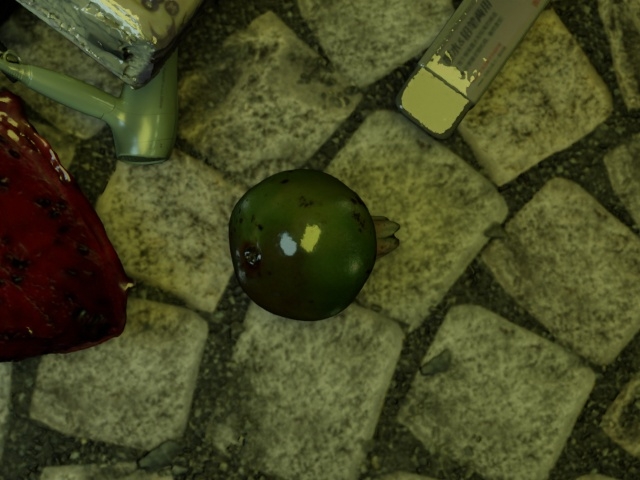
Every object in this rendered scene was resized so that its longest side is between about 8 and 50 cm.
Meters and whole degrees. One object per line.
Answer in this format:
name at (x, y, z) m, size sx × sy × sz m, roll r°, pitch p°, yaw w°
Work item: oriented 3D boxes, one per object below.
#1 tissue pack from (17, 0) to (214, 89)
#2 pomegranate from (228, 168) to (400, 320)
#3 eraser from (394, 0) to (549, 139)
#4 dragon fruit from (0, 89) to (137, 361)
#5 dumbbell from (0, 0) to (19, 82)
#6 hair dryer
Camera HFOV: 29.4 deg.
tissue pack at (-0.194, -0.363, 1.359) m, size 0.242 × 0.125 × 0.343 m, roll 37°, pitch 63°, yaw -4°
pomegranate at (0.000, 0.000, 1.397) m, size 0.210 × 0.180 × 0.180 m, roll -12°, pitch 88°, yaw -33°
eraser at (0.215, -0.277, 1.473) m, size 0.089 × 0.061 × 0.352 m, roll 37°, pitch 85°, yaw -3°
dragon fruit at (-0.398, -0.007, 1.394) m, size 0.286 × 0.228 × 0.329 m, roll 3°, pitch 64°, yaw -36°
dumbbell at (-0.446, -0.305, 1.374) m, size 0.143 × 0.143 × 0.325 m, roll -41°, pitch 91°, yaw -6°
hair dryer at (-0.267, -0.203, 1.386) m, size 0.237 × 0.075 × 0.206 m, roll 10°, pitch 79°, yaw -32°
